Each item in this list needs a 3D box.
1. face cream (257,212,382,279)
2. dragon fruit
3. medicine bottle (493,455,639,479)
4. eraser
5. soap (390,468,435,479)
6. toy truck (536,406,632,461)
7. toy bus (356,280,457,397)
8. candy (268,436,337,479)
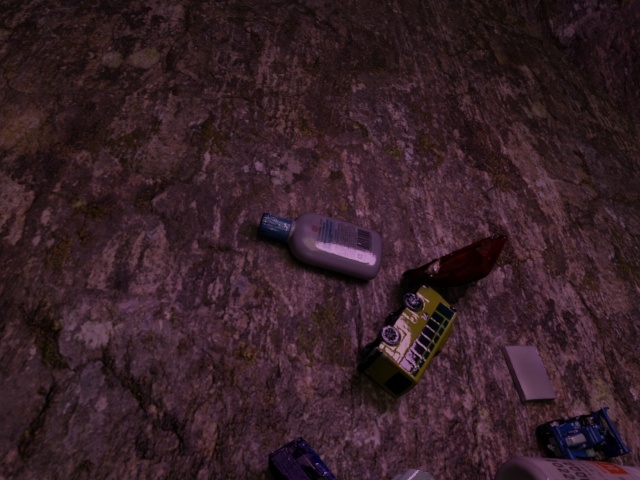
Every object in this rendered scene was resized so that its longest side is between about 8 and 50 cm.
[{"bbox_3d":[0.000,0.000,1.284,0.337,0.080,0.162,15,51,-10],"label":"face cream"},{"bbox_3d":[0.371,0.069,1.285,0.344,0.282,0.100,-7,77,-61],"label":"dragon fruit"},{"bbox_3d":[0.569,0.568,0.989,0.372,0.211,0.210,10,51,-15],"label":"medicine bottle"},{"bbox_3d":[0.554,0.353,1.272,0.104,0.023,0.150,4,52,-19],"label":"eraser"},{"bbox_3d":[0.130,0.576,0.882,0.290,0.095,0.172,-24,65,-34],"label":"soap"},{"bbox_3d":[0.642,0.473,1.147,0.208,0.126,0.113,-1,55,-24],"label":"toy truck"},{"bbox_3d":[0.219,0.236,1.160,0.150,0.128,0.262,39,51,10],"label":"toy bus"},{"bbox_3d":[0.018,0.483,0.842,0.088,0.061,0.312,-17,32,-30],"label":"candy"}]
